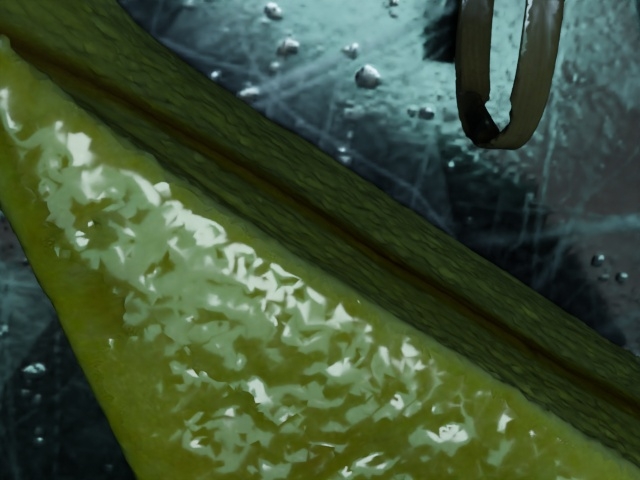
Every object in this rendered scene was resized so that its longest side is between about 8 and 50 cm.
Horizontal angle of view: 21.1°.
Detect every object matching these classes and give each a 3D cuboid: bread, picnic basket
[{"bbox_3d":[0.000,0.000,0.762,0.245,0.233,0.361,-23,112,4],"label":"bread"},{"bbox_3d":[0.085,-0.130,0.773,0.138,0.128,0.178,7,101,-7],"label":"picnic basket"}]
